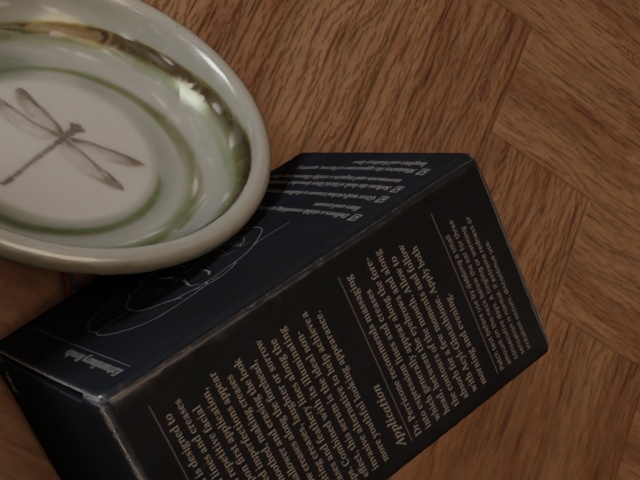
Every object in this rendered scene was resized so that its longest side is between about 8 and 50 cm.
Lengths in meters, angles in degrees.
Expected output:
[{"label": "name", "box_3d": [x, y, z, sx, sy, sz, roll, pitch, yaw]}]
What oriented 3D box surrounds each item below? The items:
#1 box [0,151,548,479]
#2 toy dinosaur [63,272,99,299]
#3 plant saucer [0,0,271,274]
[{"label": "box", "box_3d": [-0.049, 0.098, 1.069, 0.395, 0.293, 0.212, -33, 110, -25]}, {"label": "toy dinosaur", "box_3d": [-0.240, 0.060, 1.151, 0.090, 0.047, 0.082, -39, 99, -28]}, {"label": "plant saucer", "box_3d": [-0.248, -0.099, 1.097, 0.400, 0.100, 0.400, 16, 41, -15]}]
